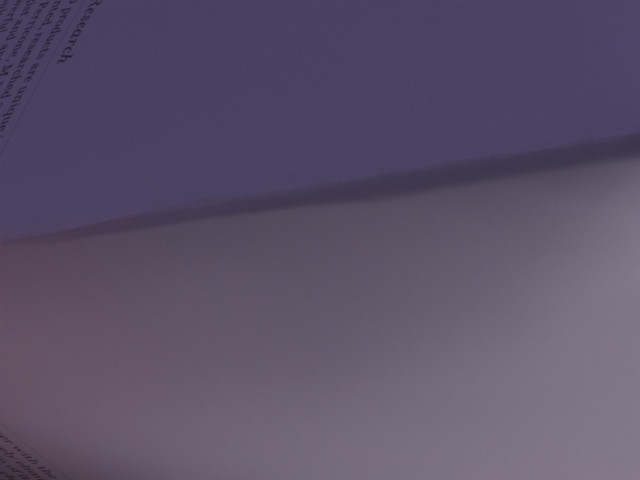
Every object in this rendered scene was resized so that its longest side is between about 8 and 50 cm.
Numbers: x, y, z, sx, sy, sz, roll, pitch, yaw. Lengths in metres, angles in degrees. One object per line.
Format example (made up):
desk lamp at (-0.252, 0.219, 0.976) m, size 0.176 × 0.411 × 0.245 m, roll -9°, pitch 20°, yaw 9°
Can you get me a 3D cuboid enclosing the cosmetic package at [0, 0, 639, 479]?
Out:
cosmetic package at (0.000, 0.000, 0.480) m, size 0.365 × 0.197 × 0.155 m, roll -8°, pitch 47°, yaw 33°
